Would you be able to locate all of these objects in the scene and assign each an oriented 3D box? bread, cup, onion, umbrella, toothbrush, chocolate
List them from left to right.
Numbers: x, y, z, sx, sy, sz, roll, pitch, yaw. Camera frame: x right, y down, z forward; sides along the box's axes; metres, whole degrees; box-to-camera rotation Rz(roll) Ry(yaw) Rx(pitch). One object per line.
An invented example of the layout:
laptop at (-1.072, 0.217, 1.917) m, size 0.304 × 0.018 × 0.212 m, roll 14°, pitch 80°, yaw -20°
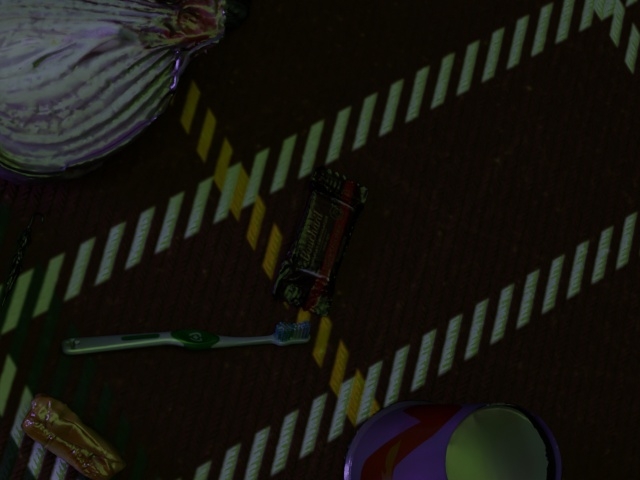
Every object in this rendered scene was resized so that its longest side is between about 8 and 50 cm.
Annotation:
umbrella at (-0.358, 0.020, 1.818) m, size 0.022 × 0.013 × 0.122 m, roll 32°, pitch 69°, yaw -29°
bread at (-0.282, 0.227, 1.760) m, size 0.132 × 0.074 × 0.053 m, roll 38°, pitch 82°, yaw -2°
onion at (-0.282, -0.208, 1.814) m, size 0.348 × 0.159 × 0.267 m, roll -12°, pitch 92°, yaw -16°
toothbrush at (-0.158, 0.121, 1.844) m, size 0.303 × 0.030 × 0.030 m, roll -3°, pitch 78°, yaw -14°
chocolate at (0.000, 0.000, 1.913) m, size 0.086 × 0.028 × 0.182 m, roll 21°, pitch 74°, yaw -17°
cup at (0.155, 0.264, 1.757) m, size 0.203 × 0.288 × 0.203 m, roll 3°, pitch 78°, yaw -15°

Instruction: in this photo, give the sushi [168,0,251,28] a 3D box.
sushi at (-0.185, -0.344, 1.890) m, size 0.225 × 0.124 × 0.127 m, roll 11°, pitch 75°, yaw -12°
